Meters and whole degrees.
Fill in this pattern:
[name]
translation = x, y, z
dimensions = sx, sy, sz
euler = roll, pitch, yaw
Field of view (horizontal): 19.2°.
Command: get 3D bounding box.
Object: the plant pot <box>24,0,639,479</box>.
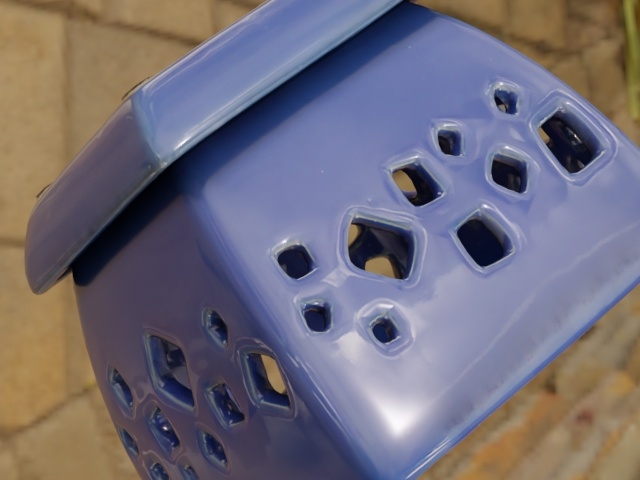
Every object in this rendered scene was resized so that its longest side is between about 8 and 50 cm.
[plant pot]
translation = 0.000, 0.000, 0.932
dimensions = 0.236, 0.236, 0.212
euler = -37, 90, -31
